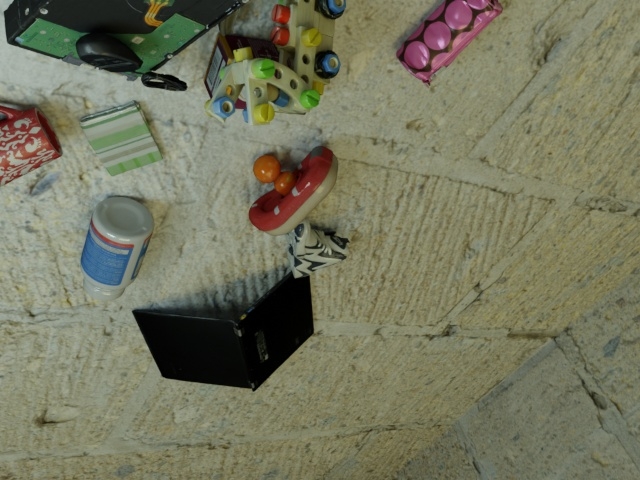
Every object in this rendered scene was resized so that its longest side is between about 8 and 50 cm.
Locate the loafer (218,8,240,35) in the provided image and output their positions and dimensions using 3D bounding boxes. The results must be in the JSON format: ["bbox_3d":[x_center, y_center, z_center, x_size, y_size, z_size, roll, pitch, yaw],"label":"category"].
[{"bbox_3d":[-0.137,-0.398,1.123,0.050,0.056,0.148,0,139,-20],"label":"loafer"}]

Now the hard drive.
[{"bbox_3d":[-0.259,-0.354,0.990,0.339,0.064,0.237,-24,161,35],"label":"hard drive"}]

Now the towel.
[{"bbox_3d":[-0.371,-0.189,1.296,0.113,0.023,0.152,-18,146,-4],"label":"towel"}]

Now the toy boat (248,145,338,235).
[{"bbox_3d":[-0.079,-0.122,1.467,0.151,0.151,0.231,37,117,-17],"label":"toy boat"}]

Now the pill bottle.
[{"bbox_3d":[-0.432,0.025,1.444,0.124,0.124,0.221,2,137,-31],"label":"pill bottle"}]

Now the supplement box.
[{"bbox_3d":[-0.103,-0.297,1.250,0.188,0.081,0.104,0,138,-29],"label":"supplement box"}]

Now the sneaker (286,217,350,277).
[{"bbox_3d":[0.000,0.000,1.680,0.153,0.094,0.235,-16,144,-12],"label":"sneaker"}]

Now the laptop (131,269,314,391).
[{"bbox_3d":[-0.242,0.227,1.901,0.408,0.236,0.382,-42,152,-25],"label":"laptop"}]

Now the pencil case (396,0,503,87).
[{"bbox_3d":[0.247,-0.393,1.309,0.095,0.098,0.209,18,127,-43],"label":"pencil case"}]

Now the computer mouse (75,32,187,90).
[{"bbox_3d":[-0.285,-0.276,1.075,0.071,0.041,0.242,-1,177,21],"label":"computer mouse"}]

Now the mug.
[{"bbox_3d":[-0.542,-0.160,1.160,0.169,0.113,0.150,-24,146,-5],"label":"mug"}]

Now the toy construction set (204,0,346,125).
[{"bbox_3d":[-0.061,-0.339,1.113,0.215,0.151,0.328,4,107,-37],"label":"toy construction set"}]
